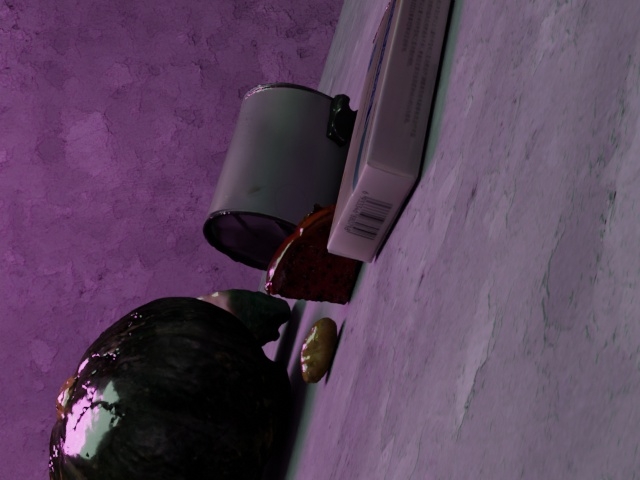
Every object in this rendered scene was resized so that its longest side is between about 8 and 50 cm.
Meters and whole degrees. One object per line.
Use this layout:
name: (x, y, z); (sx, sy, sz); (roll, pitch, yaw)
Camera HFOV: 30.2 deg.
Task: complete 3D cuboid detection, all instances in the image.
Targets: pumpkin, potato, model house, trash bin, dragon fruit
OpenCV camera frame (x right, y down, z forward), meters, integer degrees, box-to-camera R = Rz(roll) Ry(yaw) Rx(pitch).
pumpkin: (-0.249, 0.301, 1.868); (0.454, 0.344, 0.454); (-60, 7, 11)
potato: (-0.004, 0.146, 1.570); (0.046, 0.045, 0.092); (14, 90, 49)
model house: (-0.181, 0.262, 2.264); (0.312, 0.245, 0.280); (24, -127, -70)
trash bin: (-0.066, -0.105, 2.052); (0.277, 0.217, 0.262); (-14, 52, 44)
dragon fruit: (0.000, 0.000, 1.594); (0.120, 0.127, 0.161); (-108, 33, -67)

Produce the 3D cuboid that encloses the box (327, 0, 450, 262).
box: (0.089, -0.167, 1.453); (0.200, 0.065, 0.343); (114, 171, -57)
